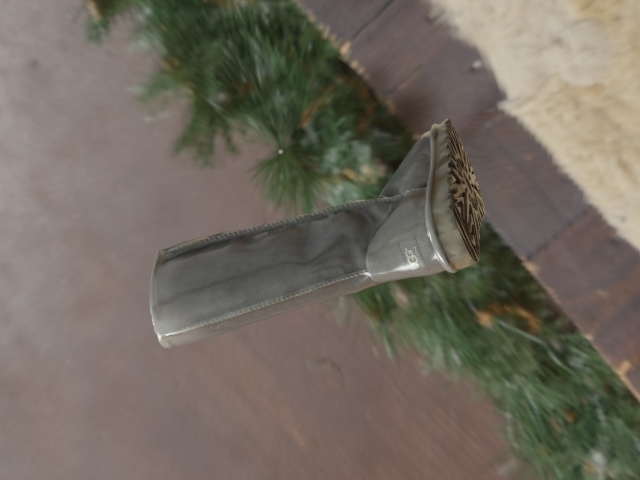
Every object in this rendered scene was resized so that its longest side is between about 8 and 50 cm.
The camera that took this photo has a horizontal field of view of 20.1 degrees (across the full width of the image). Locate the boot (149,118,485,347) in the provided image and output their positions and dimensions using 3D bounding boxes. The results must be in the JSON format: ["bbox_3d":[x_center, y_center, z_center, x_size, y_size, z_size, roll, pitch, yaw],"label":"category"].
[{"bbox_3d":[-0.001,-0.002,1.190,0.209,0.189,0.076,-21,104,16],"label":"boot"}]
